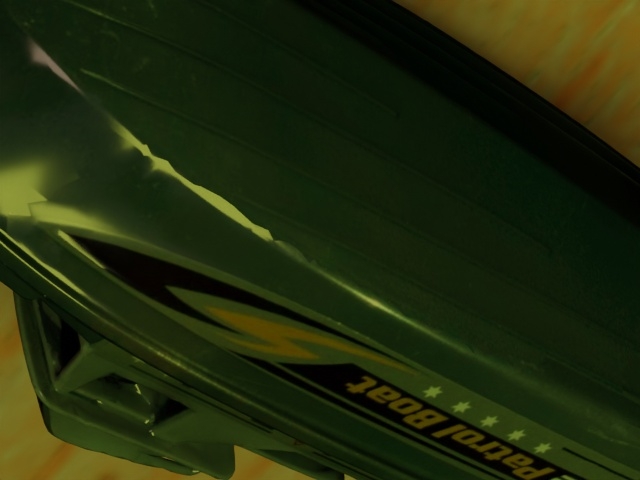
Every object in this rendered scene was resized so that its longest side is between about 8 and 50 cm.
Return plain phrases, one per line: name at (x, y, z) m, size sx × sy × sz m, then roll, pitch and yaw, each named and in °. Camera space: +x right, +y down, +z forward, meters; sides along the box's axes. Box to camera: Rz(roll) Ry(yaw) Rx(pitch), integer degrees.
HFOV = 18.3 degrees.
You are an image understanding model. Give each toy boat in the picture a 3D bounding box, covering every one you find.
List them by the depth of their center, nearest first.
toy boat at (-0.001, 0.002, 0.483) m, size 0.296 × 0.114 × 0.122 m, roll 26°, pitch 132°, yaw -37°
